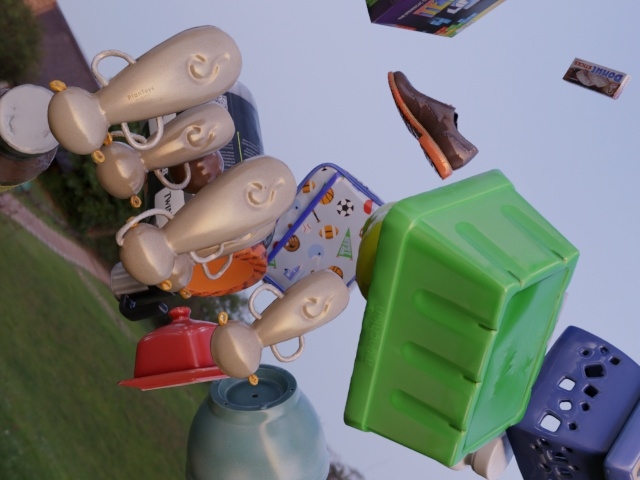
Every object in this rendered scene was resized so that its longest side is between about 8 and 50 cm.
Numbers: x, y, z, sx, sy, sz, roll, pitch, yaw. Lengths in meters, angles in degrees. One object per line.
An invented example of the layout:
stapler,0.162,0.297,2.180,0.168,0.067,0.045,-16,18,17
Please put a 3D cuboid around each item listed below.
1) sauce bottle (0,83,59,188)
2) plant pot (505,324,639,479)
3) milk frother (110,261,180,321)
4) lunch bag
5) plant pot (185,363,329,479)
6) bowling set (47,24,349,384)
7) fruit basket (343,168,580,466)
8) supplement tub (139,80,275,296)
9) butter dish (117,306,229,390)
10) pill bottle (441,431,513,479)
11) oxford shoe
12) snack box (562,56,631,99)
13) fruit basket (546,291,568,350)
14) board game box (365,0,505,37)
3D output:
sauce bottle,-0.365,-0.114,0.919,0.344,0.111,0.111,1,-61,58
plant pot,0.476,0.324,1.349,0.212,0.236,0.236,19,-34,43
milk frother,-0.323,0.059,1.432,0.143,0.135,0.129,64,27,-29
lunch bag,0.000,0.000,1.679,0.243,0.303,0.115,41,8,8
plant pot,-0.128,0.369,1.584,0.293,0.293,0.196,-140,-135,-57
bowling set,-0.118,-0.023,0.687,0.200,0.154,0.287,6,-56,64
fruit basket,0.141,0.068,1.122,0.392,0.283,0.392,22,-59,43
supplement tub,-0.188,-0.093,1.318,0.207,0.207,0.338,88,-8,-61
butter dish,-0.208,0.159,1.211,0.160,0.160,0.118,11,67,-62
pill bottle,0.229,0.336,1.465,0.246,0.136,0.136,24,-36,37
oxford shoe,0.220,-0.246,1.589,0.271,0.098,0.097,63,7,25
snack box,0.675,-0.398,1.955,0.022,0.064,0.178,25,10,-36
fruit basket,0.323,0.166,1.671,0.327,0.353,0.165,13,-64,21
board game box,0.156,-0.299,0.910,0.170,0.141,0.048,-28,-109,50
